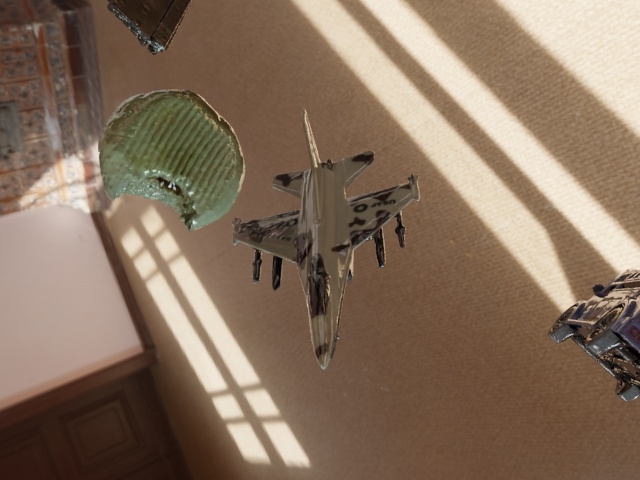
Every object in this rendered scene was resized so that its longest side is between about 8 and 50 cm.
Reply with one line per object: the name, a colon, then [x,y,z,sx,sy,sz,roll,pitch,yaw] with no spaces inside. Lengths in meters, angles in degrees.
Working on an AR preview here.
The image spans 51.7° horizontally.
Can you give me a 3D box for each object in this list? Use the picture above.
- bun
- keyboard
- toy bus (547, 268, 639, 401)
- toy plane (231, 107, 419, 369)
bun: [-0.222,-0.113,0.965,0.212,0.204,0.126,55,159,-18]
keyboard: [-0.165,-0.289,0.717,0.023,0.231,0.072,-26,127,36]
toy bus: [0.352,0.100,0.709,0.125,0.133,0.292,43,-178,11]
toy plane: [0.004,0.005,0.506,0.082,0.160,0.234,62,-162,-52]
